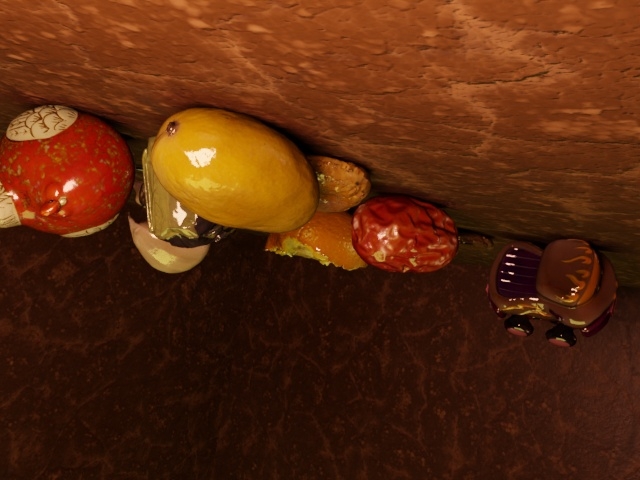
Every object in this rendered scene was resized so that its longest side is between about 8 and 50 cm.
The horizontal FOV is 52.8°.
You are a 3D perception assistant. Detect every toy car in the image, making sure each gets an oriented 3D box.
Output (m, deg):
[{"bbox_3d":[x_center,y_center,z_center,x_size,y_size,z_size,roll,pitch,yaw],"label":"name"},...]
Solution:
[{"bbox_3d":[0.587,0.107,1.674,0.340,0.271,0.240,8,158,34],"label":"toy car"}]

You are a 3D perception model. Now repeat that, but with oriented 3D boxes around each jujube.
[{"bbox_3d":[0.183,-0.014,1.401,0.250,0.174,0.174,9,177,-25],"label":"jujube"}]

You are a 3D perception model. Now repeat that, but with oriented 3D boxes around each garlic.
[{"bbox_3d":[-0.416,-0.058,1.899,0.286,0.249,0.313,-36,165,12],"label":"garlic"}]

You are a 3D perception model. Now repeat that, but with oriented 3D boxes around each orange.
[{"bbox_3d":[0.004,-0.009,1.792,0.262,0.196,0.334,26,169,-12],"label":"orange"}]

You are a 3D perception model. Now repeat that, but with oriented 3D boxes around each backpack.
[{"bbox_3d":[-0.213,-0.091,1.161,0.139,0.207,0.253,-3,180,12],"label":"backpack"}]

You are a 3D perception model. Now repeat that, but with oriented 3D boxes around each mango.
[{"bbox_3d":[-0.111,-0.098,0.990,0.195,0.142,0.331,-17,156,37],"label":"mango"}]

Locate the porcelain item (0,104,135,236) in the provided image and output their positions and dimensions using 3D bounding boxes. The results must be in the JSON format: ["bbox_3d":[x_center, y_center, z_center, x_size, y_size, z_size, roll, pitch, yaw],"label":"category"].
[{"bbox_3d":[-0.451,-0.102,1.112,0.252,0.253,0.253,10,176,1],"label":"porcelain item"}]

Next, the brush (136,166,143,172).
[{"bbox_3d":[-0.416,-0.179,1.721,0.193,0.016,0.063,10,176,-1],"label":"brush"}]

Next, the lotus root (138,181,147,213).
[{"bbox_3d":[-0.297,-0.099,1.587,0.173,0.173,0.309,8,175,35],"label":"lotus root"}]

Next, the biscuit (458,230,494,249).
[{"bbox_3d":[0.396,-0.005,1.900,0.225,0.042,0.226,9,177,0],"label":"biscuit"}]

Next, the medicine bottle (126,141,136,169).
[{"bbox_3d":[-0.490,-0.158,1.357,0.131,0.131,0.250,13,176,-38],"label":"medicine bottle"}]

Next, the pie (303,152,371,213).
[{"bbox_3d":[-0.035,-0.115,1.207,0.273,0.069,0.273,12,167,3],"label":"pie"}]
